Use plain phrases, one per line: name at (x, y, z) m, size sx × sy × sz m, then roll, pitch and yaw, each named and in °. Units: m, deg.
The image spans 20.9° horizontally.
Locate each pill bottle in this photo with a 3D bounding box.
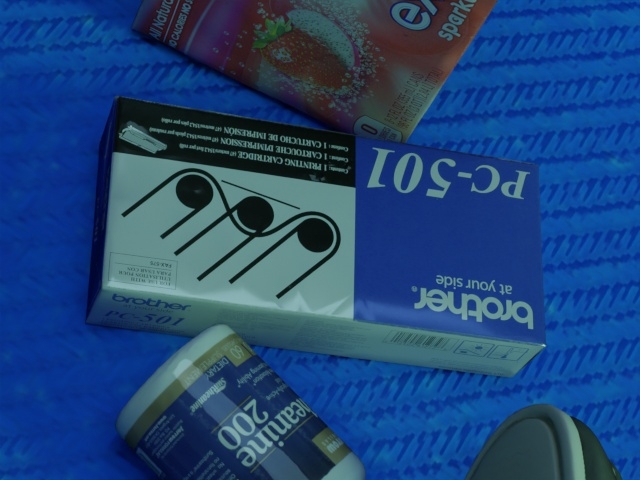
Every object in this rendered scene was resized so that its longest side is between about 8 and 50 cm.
pill bottle at (-0.024, 0.098, 0.732) m, size 0.120 × 0.067 × 0.067 m, roll 45°, pitch 60°, yaw 7°

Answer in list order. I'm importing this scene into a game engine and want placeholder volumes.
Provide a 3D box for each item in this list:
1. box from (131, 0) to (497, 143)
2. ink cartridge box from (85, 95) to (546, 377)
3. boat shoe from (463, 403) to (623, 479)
box at (0.034, -0.189, 0.760) m, size 0.154 × 0.300 × 0.142 m, roll 26°, pitch 59°, yaw -5°
ink cartridge box at (0.000, 0.000, 0.802) m, size 0.207 × 0.046 × 0.097 m, roll 8°, pitch 63°, yaw -15°
boat shoe at (0.092, 0.236, 0.688) m, size 0.095 × 0.112 × 0.335 m, roll 21°, pitch 64°, yaw -28°
